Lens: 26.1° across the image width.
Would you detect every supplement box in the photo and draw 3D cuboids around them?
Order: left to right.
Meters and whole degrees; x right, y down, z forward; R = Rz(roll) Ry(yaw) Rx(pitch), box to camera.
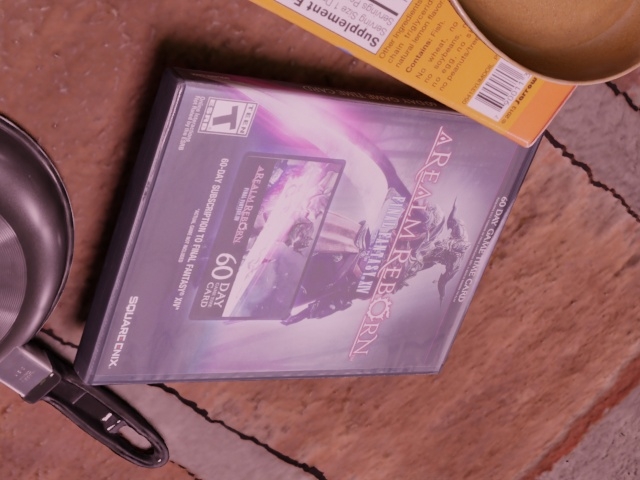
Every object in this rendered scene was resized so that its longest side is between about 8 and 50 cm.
[{"bbox_3d":[0.045,-0.137,0.765,0.233,0.078,0.080,25,109,-36],"label":"supplement box"}]

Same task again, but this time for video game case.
[{"bbox_3d":[0.000,0.000,0.844,0.274,0.026,0.196,3,119,-36],"label":"video game case"}]

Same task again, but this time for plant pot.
[{"bbox_3d":[0.129,-0.202,0.740,0.236,0.032,0.236,-5,98,-36],"label":"plant pot"}]

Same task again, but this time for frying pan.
[{"bbox_3d":[-0.215,0.065,0.789,0.197,0.053,0.326,-23,125,-11],"label":"frying pan"}]
